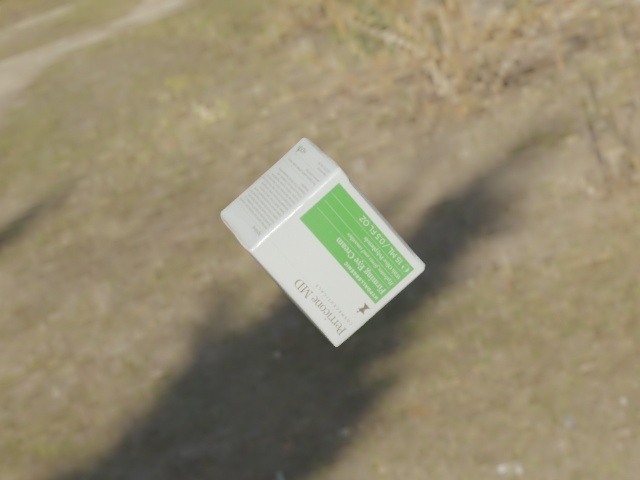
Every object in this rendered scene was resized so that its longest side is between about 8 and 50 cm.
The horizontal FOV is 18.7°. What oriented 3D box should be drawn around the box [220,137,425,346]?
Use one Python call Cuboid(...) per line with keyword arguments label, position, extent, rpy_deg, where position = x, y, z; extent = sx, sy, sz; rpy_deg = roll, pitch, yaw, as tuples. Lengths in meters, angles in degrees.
Cuboid(label="box", position=(0.000, 0.000, 1.359), extent=(0.087, 0.101, 0.102), rpy_deg=(-42, 21, 0))
